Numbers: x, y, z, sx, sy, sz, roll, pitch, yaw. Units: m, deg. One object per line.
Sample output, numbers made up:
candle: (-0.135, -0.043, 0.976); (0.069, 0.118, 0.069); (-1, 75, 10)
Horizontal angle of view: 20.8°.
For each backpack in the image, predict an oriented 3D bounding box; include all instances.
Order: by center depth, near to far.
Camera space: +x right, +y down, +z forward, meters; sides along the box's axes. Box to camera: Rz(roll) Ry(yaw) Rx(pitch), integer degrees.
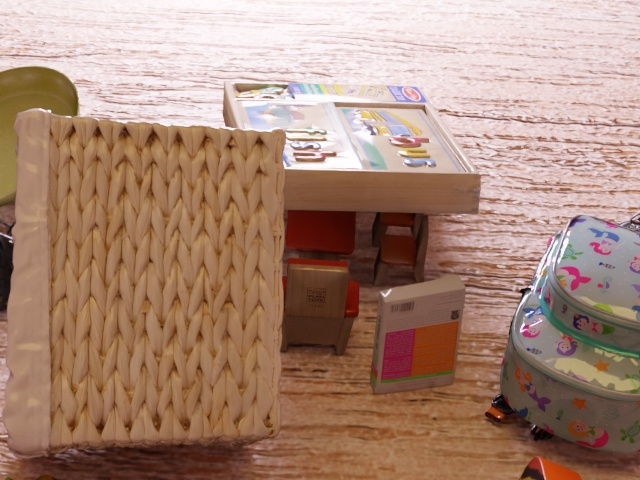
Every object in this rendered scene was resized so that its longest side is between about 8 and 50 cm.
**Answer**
backpack: (0.322, 0.108, 1.949); (0.225, 0.191, 0.253); (21, 46, 14)

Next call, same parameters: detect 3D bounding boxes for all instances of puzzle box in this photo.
puzzle box: (0.028, -0.122, 2.163); (0.272, 0.052, 0.409); (1, 19, -9)

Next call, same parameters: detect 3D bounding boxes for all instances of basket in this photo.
basket: (-0.183, 0.059, 1.772); (0.266, 0.328, 0.331); (2, 82, -8)

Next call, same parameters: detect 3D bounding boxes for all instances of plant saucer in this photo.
plant saucer: (-0.400, -0.119, 2.164); (0.241, 0.037, 0.241); (-15, 46, 16)

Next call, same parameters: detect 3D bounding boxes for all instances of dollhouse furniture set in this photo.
dollhouse furniture set: (0.000, 0.000, 2.074); (0.262, 0.135, 0.259); (3, 41, -2)

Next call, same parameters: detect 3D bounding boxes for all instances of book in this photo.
book: (0.108, 0.108, 1.954); (0.096, 0.144, 0.035); (-10, 43, -17)

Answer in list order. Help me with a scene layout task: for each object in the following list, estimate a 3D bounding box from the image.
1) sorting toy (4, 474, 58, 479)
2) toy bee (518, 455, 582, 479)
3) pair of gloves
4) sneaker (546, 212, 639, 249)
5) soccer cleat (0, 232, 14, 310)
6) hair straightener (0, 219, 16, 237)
sorting toy: (-0.308, 0.272, 1.804); (0.061, 0.042, 0.102); (31, 48, 27)
toy bee: (0.220, 0.339, 1.713); (0.195, 0.162, 0.298); (30, 14, 6)
pair of gloves: (0.235, 0.194, 1.969); (0.083, 0.010, 0.074); (24, 39, 22)
sneaker: (0.425, 0.002, 2.133); (0.299, 0.112, 0.121); (-1, 41, -6)
soccer cleat: (-0.489, 0.035, 2.021); (0.318, 0.108, 0.116); (-2, 2, -23)
hair straightener: (-0.479, -0.021, 2.120); (0.230, 0.047, 0.089); (-4, 42, -10)
